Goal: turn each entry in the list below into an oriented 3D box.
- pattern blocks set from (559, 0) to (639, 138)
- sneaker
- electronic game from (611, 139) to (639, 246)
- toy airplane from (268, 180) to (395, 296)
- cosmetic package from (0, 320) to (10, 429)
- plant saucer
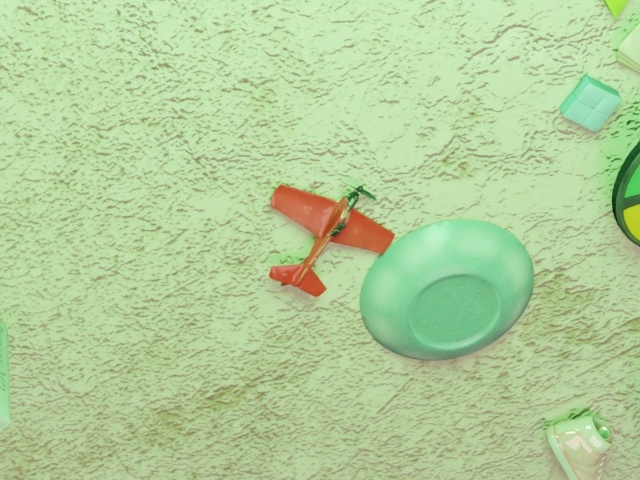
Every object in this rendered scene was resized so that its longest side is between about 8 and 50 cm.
[{"bbox_3d":[0.392,-0.218,1.496,0.285,0.026,0.325,13,123,-20],"label":"pattern blocks set"},{"bbox_3d":[0.324,0.259,1.821,0.070,0.051,0.134,-25,123,13],"label":"sneaker"},{"bbox_3d":[0.407,-0.071,1.574,0.229,0.048,0.229,-11,138,-10],"label":"electronic game"},{"bbox_3d":[0.000,0.000,1.575,0.151,0.028,0.151,-7,128,-8],"label":"toy airplane"},{"bbox_3d":[-0.414,0.107,1.491,0.151,0.151,0.184,-27,128,8],"label":"cosmetic package"},{"bbox_3d":[0.140,0.066,1.649,0.195,0.037,0.195,-5,126,-7],"label":"plant saucer"}]
